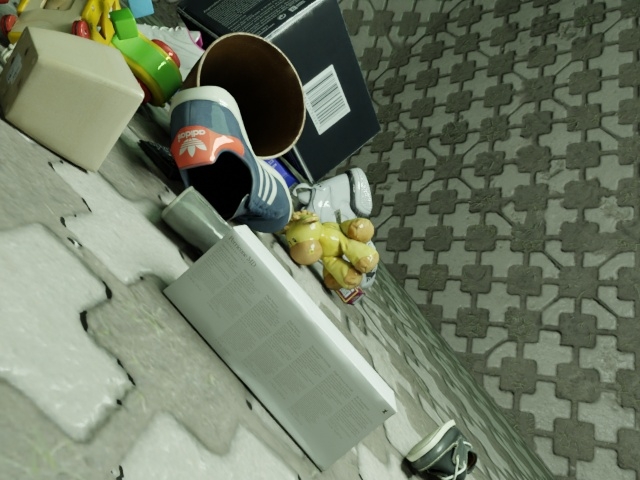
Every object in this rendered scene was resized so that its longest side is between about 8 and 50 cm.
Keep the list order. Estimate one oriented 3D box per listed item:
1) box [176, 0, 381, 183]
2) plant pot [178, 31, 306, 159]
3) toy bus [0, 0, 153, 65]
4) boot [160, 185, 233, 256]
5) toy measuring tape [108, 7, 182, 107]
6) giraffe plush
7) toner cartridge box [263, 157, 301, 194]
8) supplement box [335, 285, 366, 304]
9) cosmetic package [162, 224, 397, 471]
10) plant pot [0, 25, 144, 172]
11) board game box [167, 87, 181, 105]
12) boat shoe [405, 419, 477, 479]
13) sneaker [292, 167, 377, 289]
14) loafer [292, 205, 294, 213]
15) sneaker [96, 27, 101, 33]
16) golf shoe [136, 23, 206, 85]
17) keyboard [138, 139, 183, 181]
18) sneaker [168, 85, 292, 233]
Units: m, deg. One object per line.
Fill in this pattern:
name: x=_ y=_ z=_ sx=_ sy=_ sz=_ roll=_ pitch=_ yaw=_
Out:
box: x=-0.118 y=-0.509 z=1.487 sx=0.472 sy=0.297 sz=0.479 roll=44 pitch=-10 yaw=40
plant pot: x=-0.183 y=-0.239 z=0.926 sx=0.231 sy=0.215 sz=0.215 roll=-4 pitch=-40 yaw=50
toy bus: x=-0.341 y=-0.281 z=0.672 sx=0.191 sy=0.202 sz=0.104 roll=44 pitch=-25 yaw=21
boot: x=-0.105 y=0.026 z=0.608 sx=0.208 sy=0.076 sz=0.190 roll=53 pitch=-8 yaw=-16
toy measuring tape: x=-0.309 y=-0.326 z=0.840 sx=0.121 sy=0.121 sz=0.330 roll=51 pitch=-14 yaw=14
giraffe plush: x=0.000 y=0.000 z=1.074 sx=0.171 sy=0.181 sz=0.210 roll=13 pitch=42 yaw=-39
toner cartridge box: x=-0.211 y=-0.293 z=1.566 sx=0.347 sy=0.075 sz=0.165 roll=50 pitch=7 yaw=13
supplement box: x=0.070 y=0.121 z=1.206 sx=0.055 sy=0.043 sz=0.083 roll=50 pitch=7 yaw=21
cosmetic package: x=-0.038 y=0.105 z=0.506 sx=0.239 sy=0.099 sz=0.060 roll=49 pitch=8 yaw=0
plant pot: x=-0.268 y=-0.155 z=0.518 sx=0.096 sy=0.109 sz=0.109 roll=17 pitch=29 yaw=-51
board game box: x=-0.300 y=-0.309 z=1.279 sx=0.165 sy=0.042 sz=0.243 roll=49 pitch=8 yaw=3
boat shoe: x=0.192 y=0.324 z=0.747 sx=0.079 sy=0.084 sz=0.233 roll=53 pitch=6 yaw=30
sneaker: x=0.038 y=-0.015 z=1.393 sx=0.137 sy=0.211 sz=0.365 roll=-115 pitch=-164 yaw=-63
loafer: x=-0.089 y=-0.071 z=1.244 sx=0.148 sy=0.050 sz=0.056 roll=53 pitch=9 yaw=31
sneaker: x=-0.453 y=-0.424 z=0.846 sx=0.228 sy=0.087 sz=0.092 roll=49 pitch=9 yaw=21
golf shoe: x=-0.380 y=-0.491 z=1.249 sx=0.306 sy=0.140 sz=0.115 roll=32 pitch=9 yaw=-10
keyboard: x=-0.228 y=-0.122 z=0.843 sx=0.108 sy=0.023 sz=0.180 roll=49 pitch=9 yaw=4
sneaker: x=-0.137 y=-0.071 z=0.787 sx=0.350 sy=0.131 sz=0.148 roll=57 pitch=24 yaw=-58
